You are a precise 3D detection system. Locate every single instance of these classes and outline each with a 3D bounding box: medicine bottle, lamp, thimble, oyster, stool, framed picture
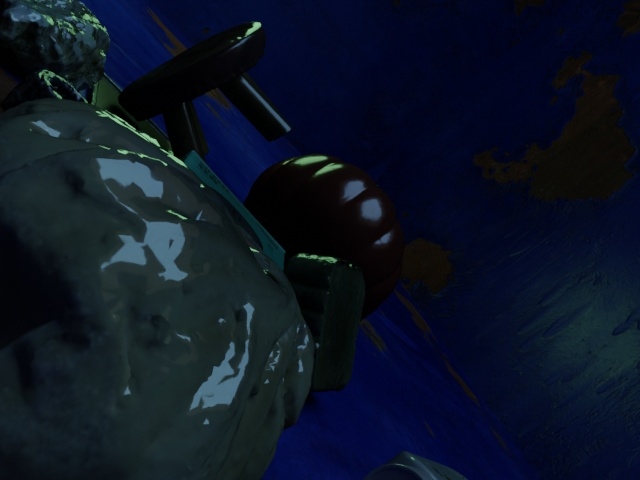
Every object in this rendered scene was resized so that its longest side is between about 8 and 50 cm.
[{"bbox_3d":[0.148,0.371,1.050,0.161,0.111,0.296,57,11,34],"label":"medicine bottle"},{"bbox_3d":[0.000,0.000,1.320,0.303,0.257,0.303,32,-39,32],"label":"lamp"},{"bbox_3d":[-0.324,-0.157,0.945,0.095,0.066,0.104,50,7,12],"label":"thimble"},{"bbox_3d":[-0.381,-0.297,1.098,0.198,0.112,0.267,44,14,-40],"label":"oyster"},{"bbox_3d":[-0.185,-0.234,1.313,0.178,0.272,0.272,62,4,-21],"label":"stool"},{"bbox_3d":[-0.309,-0.180,1.296,0.209,0.019,0.281,47,9,-28],"label":"framed picture"}]

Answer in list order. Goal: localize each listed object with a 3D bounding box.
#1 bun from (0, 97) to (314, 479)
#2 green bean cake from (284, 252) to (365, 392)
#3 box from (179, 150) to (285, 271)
[{"bbox_3d":[-0.140,0.042,0.559,0.359,0.211,0.359,49,7,-8],"label":"bun"},{"bbox_3d":[-0.004,0.115,1.099,0.094,0.185,0.183,13,-5,21],"label":"green bean cake"},{"bbox_3d":[-0.147,0.020,0.949,0.205,0.118,0.311,51,8,-13],"label":"box"}]
